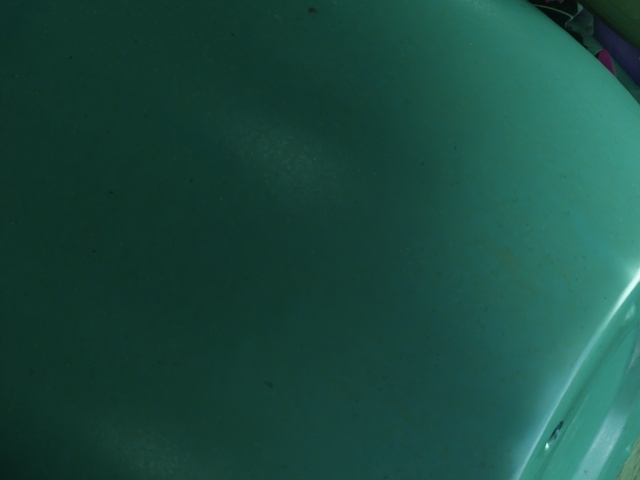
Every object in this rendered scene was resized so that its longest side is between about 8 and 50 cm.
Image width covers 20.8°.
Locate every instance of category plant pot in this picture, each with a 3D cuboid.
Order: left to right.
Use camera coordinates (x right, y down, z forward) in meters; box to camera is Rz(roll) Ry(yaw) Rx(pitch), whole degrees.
[{"bbox_3d":[0.000,0.022,0.649,0.293,0.235,0.293,-50,157,-29],"label":"plant pot"}]

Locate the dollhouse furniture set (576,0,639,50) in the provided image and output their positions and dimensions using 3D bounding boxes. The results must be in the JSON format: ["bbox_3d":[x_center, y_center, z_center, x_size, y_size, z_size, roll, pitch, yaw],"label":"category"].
[{"bbox_3d":[0.201,-0.270,0.598,0.362,0.256,0.394,-45,151,1],"label":"dollhouse furniture set"}]

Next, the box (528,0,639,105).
[{"bbox_3d":[0.139,-0.058,0.871,0.247,0.142,0.163,-37,157,-10],"label":"box"}]
